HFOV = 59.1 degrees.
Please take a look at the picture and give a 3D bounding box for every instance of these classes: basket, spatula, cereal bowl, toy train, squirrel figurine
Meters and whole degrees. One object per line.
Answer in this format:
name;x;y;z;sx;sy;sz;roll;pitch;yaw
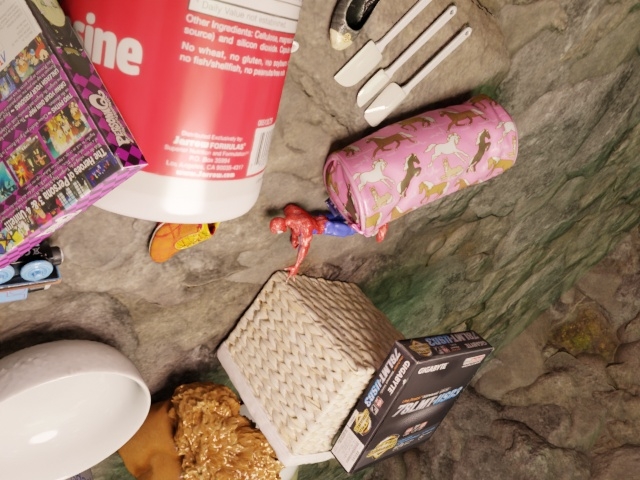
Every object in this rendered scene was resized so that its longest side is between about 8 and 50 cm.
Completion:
basket;0.008;0.272;1.268;0.328;0.331;0.267;13;117;-49
spatula;0.148;-0.317;0.965;0.242;0.019;0.168;-43;140;7
cereal bowl;-0.486;0.292;1.001;0.338;0.141;0.339;-23;144;-18
toy train;-0.462;0.047;0.795;0.184;0.080;0.105;-9;146;-38
squirrel figurine;-0.262;0.520;1.208;0.397;0.371;0.281;-39;150;30

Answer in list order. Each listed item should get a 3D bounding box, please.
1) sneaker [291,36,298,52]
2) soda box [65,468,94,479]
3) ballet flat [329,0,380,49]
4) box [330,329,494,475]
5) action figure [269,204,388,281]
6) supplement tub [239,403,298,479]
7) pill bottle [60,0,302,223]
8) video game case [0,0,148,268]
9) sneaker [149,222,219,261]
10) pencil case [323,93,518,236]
sneaker;-0.129;-0.250;0.724;0.212;0.094;0.080;-23;145;-20
soda box;-0.592;0.516;1.208;0.091;0.098;0.286;-30;145;-8
ballet flat;0.069;-0.353;0.819;0.057;0.049;0.173;10;124;-46
box;0.193;0.325;1.169;0.295;0.073;0.294;4;122;-47
action figure;0.000;0.000;1.133;0.280;0.091;0.139;3;120;-44
supplement tub;-0.175;0.615;1.575;0.235;0.235;0.325;-20;143;-23
pill bottle;-0.134;-0.242;0.566;0.228;0.229;0.408;-3;117;-40
video game case;-0.295;-0.105;0.520;0.232;0.210;0.042;-28;-178;26
sneaker;-0.217;-0.020;0.940;0.175;0.067;0.064;-41;147;9
pencil case;0.197;-0.148;1.080;0.385;0.160;0.167;-25;152;-19
